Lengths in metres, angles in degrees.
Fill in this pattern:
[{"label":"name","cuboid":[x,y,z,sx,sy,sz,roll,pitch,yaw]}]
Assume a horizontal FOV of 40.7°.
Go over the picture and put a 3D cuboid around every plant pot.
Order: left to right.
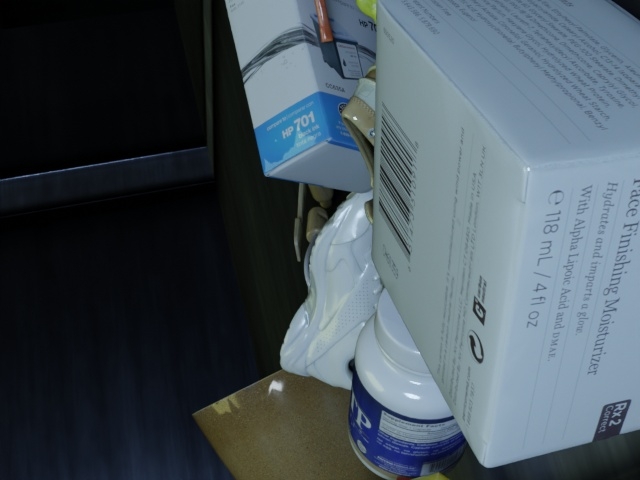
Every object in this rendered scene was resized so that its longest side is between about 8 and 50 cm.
[{"label":"plant pot","cuboid":[0.005,0.272,1.058,0.254,0.237,0.237,63,167,6]}]

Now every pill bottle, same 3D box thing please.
[{"label":"pill bottle","cuboid":[0.082,0.114,0.723,0.186,0.112,0.112,93,163,-48]}]

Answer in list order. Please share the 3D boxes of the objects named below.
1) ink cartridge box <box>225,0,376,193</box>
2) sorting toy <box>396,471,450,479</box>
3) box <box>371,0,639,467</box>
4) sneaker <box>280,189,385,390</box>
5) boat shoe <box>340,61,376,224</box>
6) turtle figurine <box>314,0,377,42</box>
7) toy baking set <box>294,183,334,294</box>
[{"label":"ink cartridge box","cuboid":[0.002,-0.148,0.771,0.082,0.140,0.190,-24,71,37]},{"label":"sorting toy","cuboid":[0.106,0.249,0.733,0.274,0.132,0.046,101,-166,-54]},{"label":"box","cuboid":[0.109,-0.017,0.447,0.182,0.119,0.180,-116,19,-50]},{"label":"sneaker","cuboid":[0.044,0.052,0.880,0.090,0.115,0.232,-41,-29,-60]},{"label":"boat shoe","cuboid":[0.059,-0.032,0.574,0.068,0.072,0.190,25,154,46]},{"label":"turtle figurine","cuboid":[0.073,-0.140,0.594,0.269,0.087,0.217,61,175,11]},{"label":"toy baking set","cuboid":[0.000,-0.006,1.062,0.256,0.030,0.196,71,-165,-67]}]
